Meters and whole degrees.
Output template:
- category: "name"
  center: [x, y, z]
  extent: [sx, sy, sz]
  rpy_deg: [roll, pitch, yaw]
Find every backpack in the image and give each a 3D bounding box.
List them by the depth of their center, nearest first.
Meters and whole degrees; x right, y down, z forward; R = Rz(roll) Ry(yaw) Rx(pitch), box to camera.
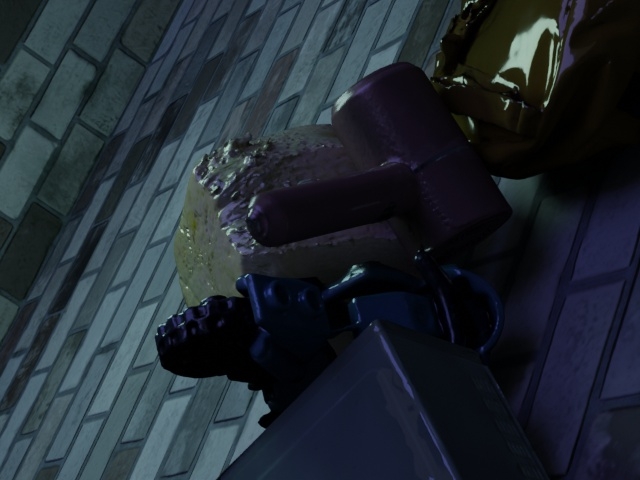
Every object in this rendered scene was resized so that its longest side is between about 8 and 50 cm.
- category: "backpack"
  center: [0.272, -0.232, 1.622]
  extent: [0.353, 0.201, 0.378]
  rpy_deg: [-68, 19, -3]

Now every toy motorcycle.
- category: "toy motorcycle"
  center: [0.032, 0.090, 1.459]
  extent: [0.232, 0.416, 0.172]
  rpy_deg: [-29, 62, 31]

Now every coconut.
- category: "coconut"
  center: [0.000, 0.000, 1.741]
  extent: [0.297, 0.310, 0.297]
  rpy_deg: [35, 130, 56]

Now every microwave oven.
- category: "microwave oven"
  center: [0.053, 0.260, 1.356]
  extent: [0.295, 0.181, 0.237]
  rpy_deg: [-46, 48, 22]

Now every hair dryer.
- category: "hair dryer"
  center: [0.036, -0.067, 1.512]
  extent: [0.352, 0.210, 0.125]
  rpy_deg: [-15, -21, -49]
